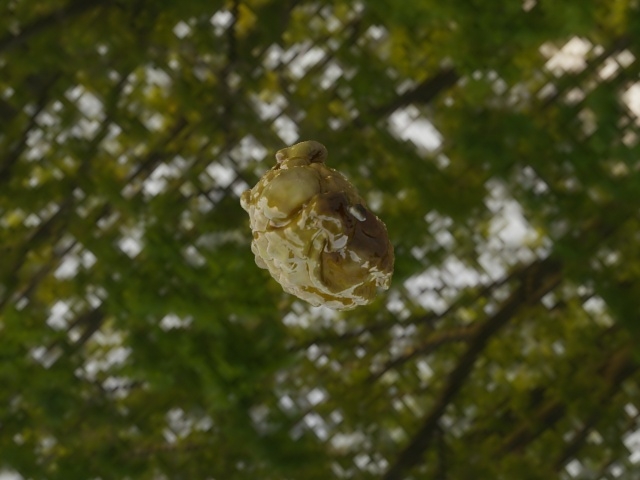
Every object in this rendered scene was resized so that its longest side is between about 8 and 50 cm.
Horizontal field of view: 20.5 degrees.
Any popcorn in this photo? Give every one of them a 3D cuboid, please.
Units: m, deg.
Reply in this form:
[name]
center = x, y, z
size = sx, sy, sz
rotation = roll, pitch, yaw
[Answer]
[popcorn]
center = -0.010, -0.012, 1.905
size = 0.163, 0.140, 0.194
rotation = 49, -179, 34
